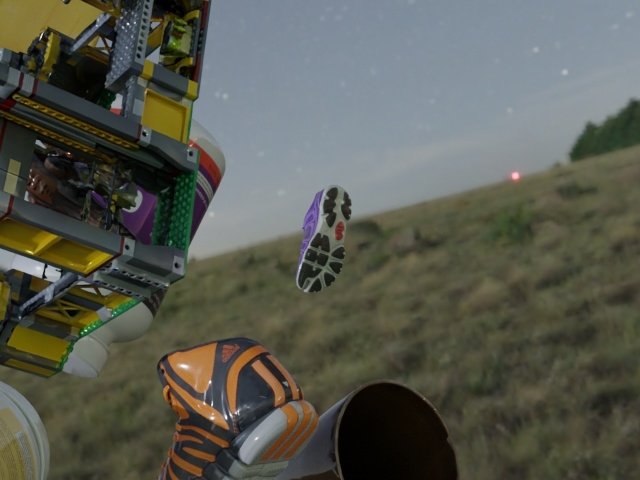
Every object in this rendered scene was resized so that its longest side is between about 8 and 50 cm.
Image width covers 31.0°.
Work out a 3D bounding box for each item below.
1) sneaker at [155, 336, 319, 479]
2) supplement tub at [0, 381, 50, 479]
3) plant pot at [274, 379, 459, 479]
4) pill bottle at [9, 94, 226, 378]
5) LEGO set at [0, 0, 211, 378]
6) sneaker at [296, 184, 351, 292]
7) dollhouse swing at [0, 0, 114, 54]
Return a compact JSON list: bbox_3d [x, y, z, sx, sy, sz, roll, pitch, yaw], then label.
[{"bbox_3d":[-0.145,0.241,1.364,0.321,0.180,0.125,-48,-30,19],"label":"sneaker"},{"bbox_3d":[-0.462,0.282,1.308,0.241,0.241,0.331,-15,2,8],"label":"supplement tub"},{"bbox_3d":[0.036,0.328,1.598,0.215,0.215,0.230,-14,-12,-43],"label":"plant pot"},{"bbox_3d":[-0.253,-0.005,1.400,0.181,0.323,0.181,20,-23,9],"label":"pill bottle"},{"bbox_3d":[-0.213,-0.080,0.794,0.192,0.331,0.255,23,-25,-32],"label":"LEGO set"},{"bbox_3d":[0.000,0.000,1.740,0.068,0.170,0.071,25,-18,-26],"label":"sneaker"},{"bbox_3d":[-0.383,-0.470,1.554,0.347,0.315,0.305,20,-40,-17],"label":"dollhouse swing"}]
